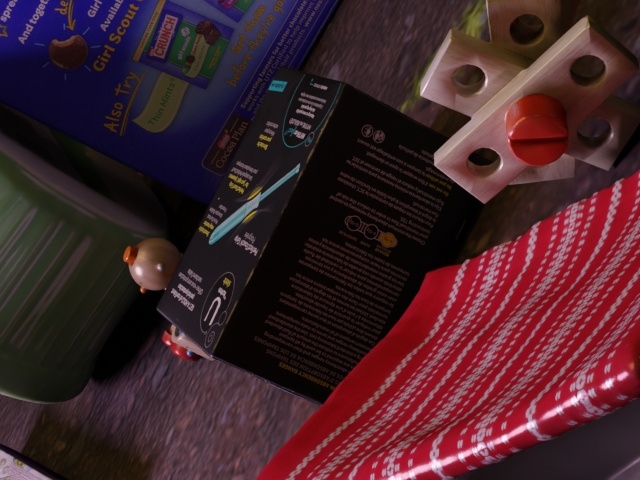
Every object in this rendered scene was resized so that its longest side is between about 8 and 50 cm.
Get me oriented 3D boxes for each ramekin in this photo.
[{"bbox_3d":[-0.259,-0.031,1.323,0.148,0.303,0.303,-51,24,10],"label":"ramekin"}]

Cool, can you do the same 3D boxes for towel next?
[{"bbox_3d":[0.085,0.034,0.733,0.199,0.031,0.275,-47,9,-37],"label":"towel"}]

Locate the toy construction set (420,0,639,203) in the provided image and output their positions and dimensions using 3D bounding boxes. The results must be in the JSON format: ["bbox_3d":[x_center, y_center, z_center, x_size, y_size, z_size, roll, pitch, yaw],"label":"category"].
[{"bbox_3d":[0.105,-0.183,0.881,0.215,0.151,0.328,-26,44,18],"label":"toy construction set"}]

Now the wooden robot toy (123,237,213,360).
[{"bbox_3d":[-0.100,0.034,1.178,0.076,0.079,0.173,-62,22,1],"label":"wooden robot toy"}]

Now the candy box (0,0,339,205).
[{"bbox_3d":[-0.154,-0.217,1.260,0.268,0.317,0.122,-58,23,10],"label":"candy box"}]

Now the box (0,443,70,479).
[{"bbox_3d":[-0.253,0.257,1.288,0.201,0.057,0.293,-66,23,-8],"label":"box"}]

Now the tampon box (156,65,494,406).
[{"bbox_3d":[0.000,0.000,0.968,0.161,0.101,0.120,-63,22,1],"label":"tampon box"}]

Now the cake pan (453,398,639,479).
[{"bbox_3d":[0.100,0.173,0.621,0.293,0.054,0.293,-47,27,33],"label":"cake pan"}]
